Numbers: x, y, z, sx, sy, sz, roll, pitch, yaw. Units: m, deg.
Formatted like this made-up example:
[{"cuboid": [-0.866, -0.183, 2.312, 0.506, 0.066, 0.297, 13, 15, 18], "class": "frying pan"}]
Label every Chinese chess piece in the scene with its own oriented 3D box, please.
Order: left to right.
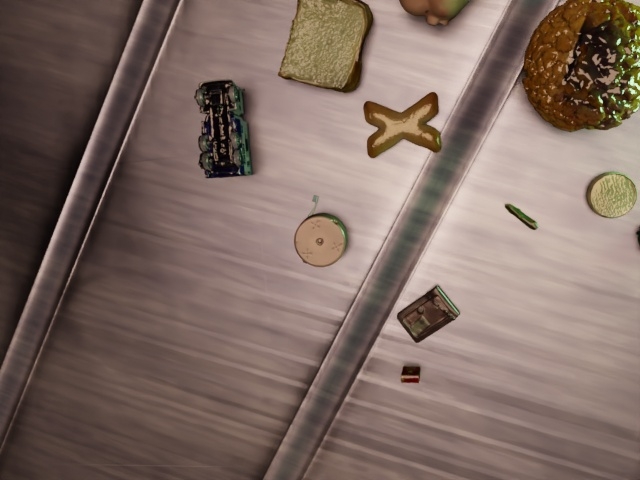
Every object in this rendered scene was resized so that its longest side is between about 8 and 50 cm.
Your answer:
[{"cuboid": [0.759, -0.118, 1.632, 0.122, 0.051, 0.122, 2, 100, 12], "class": "Chinese chess piece"}]

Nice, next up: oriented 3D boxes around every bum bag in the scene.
[{"cuboid": [0.306, 0.213, 1.793, 0.159, 0.026, 0.109, -38, 88, 20], "class": "bum bag"}]

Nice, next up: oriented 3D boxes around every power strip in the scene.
[{"cuboid": [0.000, 0.000, 1.797, 0.154, 0.078, 0.154, 1, 101, 6], "class": "power strip"}]

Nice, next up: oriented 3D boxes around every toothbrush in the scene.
[{"cuboid": [-0.037, -0.055, 1.837, 0.017, 0.014, 0.162, 18, 101, -5], "class": "toothbrush"}]

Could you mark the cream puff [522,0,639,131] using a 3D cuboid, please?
[{"cuboid": [0.663, -0.434, 1.521, 0.343, 0.231, 0.327, -34, 86, 14], "class": "cream puff"}]

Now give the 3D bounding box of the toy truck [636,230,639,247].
[{"cuboid": [0.897, -0.021, 1.606, 0.147, 0.065, 0.079, -18, 96, 14], "class": "toy truck"}]

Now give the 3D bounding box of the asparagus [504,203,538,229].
[{"cuboid": [0.545, -0.067, 1.701, 0.108, 0.021, 0.025, 39, 99, 6], "class": "asparagus"}]

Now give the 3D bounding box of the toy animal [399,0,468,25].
[{"cuboid": [0.321, -0.704, 1.559, 0.269, 0.237, 0.327, 8, 106, 3], "class": "toy animal"}]

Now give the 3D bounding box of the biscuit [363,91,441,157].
[{"cuboid": [0.225, -0.315, 1.727, 0.207, 0.047, 0.164, -5, 97, 13], "class": "biscuit"}]

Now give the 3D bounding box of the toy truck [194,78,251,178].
[{"cuboid": [-0.269, -0.313, 1.786, 0.124, 0.155, 0.268, -3, 94, 13], "class": "toy truck"}]

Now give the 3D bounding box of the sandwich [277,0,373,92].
[{"cuboid": [0.018, -0.548, 1.722, 0.226, 0.087, 0.251, 16, 103, 12], "class": "sandwich"}]

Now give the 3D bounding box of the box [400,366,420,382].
[{"cuboid": [0.259, 0.383, 1.792, 0.051, 0.082, 0.023, -3, 97, 12], "class": "box"}]
